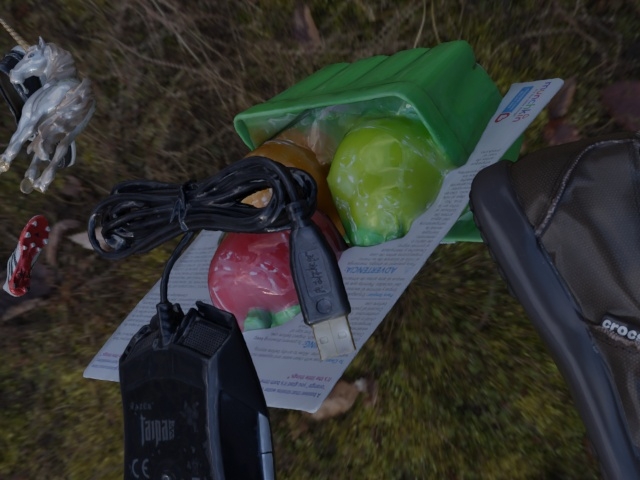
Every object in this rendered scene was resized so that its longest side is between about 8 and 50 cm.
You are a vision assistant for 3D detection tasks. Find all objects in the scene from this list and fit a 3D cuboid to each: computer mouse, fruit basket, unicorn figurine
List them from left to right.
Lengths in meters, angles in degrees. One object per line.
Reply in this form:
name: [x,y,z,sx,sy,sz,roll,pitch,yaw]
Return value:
unicorn figurine: [-0.195,-0.091,0.872,0.060,0.162,0.111,34,78,-39]
computer mouse: [-0.039,0.084,0.660,0.184,0.060,0.262,-15,79,42]
fruit basket: [0.000,0.000,1.011,0.165,0.327,0.353,48,61,-28]

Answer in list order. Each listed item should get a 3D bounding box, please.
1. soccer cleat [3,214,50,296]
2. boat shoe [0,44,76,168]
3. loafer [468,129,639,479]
soccer cleat: [-0.291,0.014,1.210,0.029,0.035,0.083,22,77,-38]
boat shoe: [-0.259,-0.113,1.114,0.046,0.038,0.125,12,133,30]
loafer: [0.211,0.078,0.684,0.130,0.134,0.366,-34,64,16]
